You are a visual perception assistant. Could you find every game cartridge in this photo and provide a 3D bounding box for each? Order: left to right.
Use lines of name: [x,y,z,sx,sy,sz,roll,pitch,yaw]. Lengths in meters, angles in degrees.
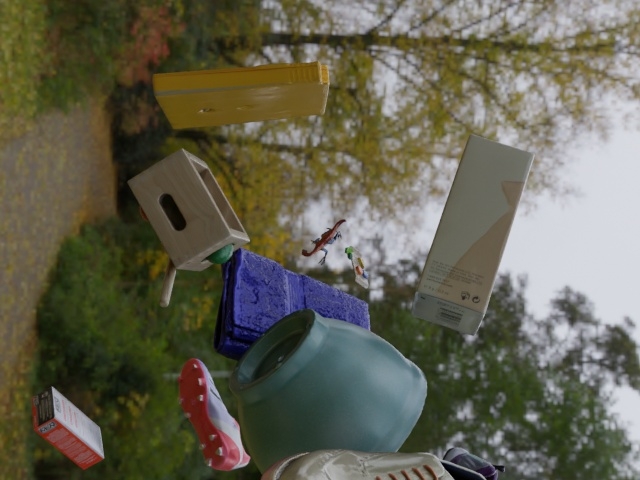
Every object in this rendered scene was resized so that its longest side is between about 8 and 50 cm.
game cartridge: [-0.148,-0.283,1.817,0.285,0.323,0.053,115,-32,-84]

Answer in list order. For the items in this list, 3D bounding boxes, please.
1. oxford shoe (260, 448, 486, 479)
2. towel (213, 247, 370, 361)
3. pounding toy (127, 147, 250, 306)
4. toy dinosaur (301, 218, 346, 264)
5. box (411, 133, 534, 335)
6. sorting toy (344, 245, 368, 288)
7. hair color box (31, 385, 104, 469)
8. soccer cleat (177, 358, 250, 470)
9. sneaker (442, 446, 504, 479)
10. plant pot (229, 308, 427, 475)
oxford shoe: [0.074,0.293,1.083,0.397,0.146,0.141,19,48,-59]
towel: [-0.036,0.142,1.627,0.076,0.308,0.228,-41,-145,39]
pounding toy: [-0.150,-0.011,1.030,0.141,0.100,0.130,60,4,6]
toy dinosaur: [0.000,0.000,1.770,0.082,0.047,0.090,-34,151,-44]
box: [0.263,-0.010,1.617,0.148,0.121,0.311,83,27,-69]
sorting toy: [0.060,0.040,1.538,0.083,0.012,0.062,38,39,-60]
hair color box: [-0.416,0.310,1.535,0.141,0.043,0.072,58,5,-42]
soccer cleat: [-0.217,0.351,1.876,0.083,0.095,0.248,-42,-127,22]
sneaker: [0.212,0.438,1.459,0.224,0.098,0.083,-65,149,-20]
plant pot: [-0.014,0.230,1.414,0.293,0.196,0.293,-38,-164,13]
